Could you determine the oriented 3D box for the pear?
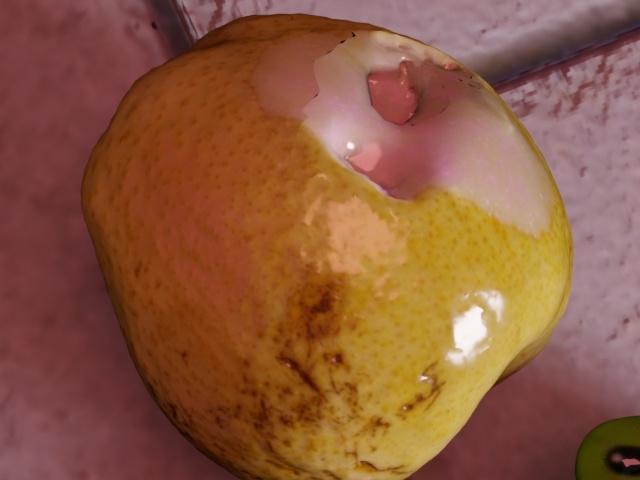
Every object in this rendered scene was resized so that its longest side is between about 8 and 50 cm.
[{"bbox_3d":[0.000,0.000,0.463,0.178,0.178,0.178,3,74,-9],"label":"pear"}]

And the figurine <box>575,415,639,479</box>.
[{"bbox_3d":[0.201,0.148,0.475,0.263,0.143,0.162,17,73,-22],"label":"figurine"}]
